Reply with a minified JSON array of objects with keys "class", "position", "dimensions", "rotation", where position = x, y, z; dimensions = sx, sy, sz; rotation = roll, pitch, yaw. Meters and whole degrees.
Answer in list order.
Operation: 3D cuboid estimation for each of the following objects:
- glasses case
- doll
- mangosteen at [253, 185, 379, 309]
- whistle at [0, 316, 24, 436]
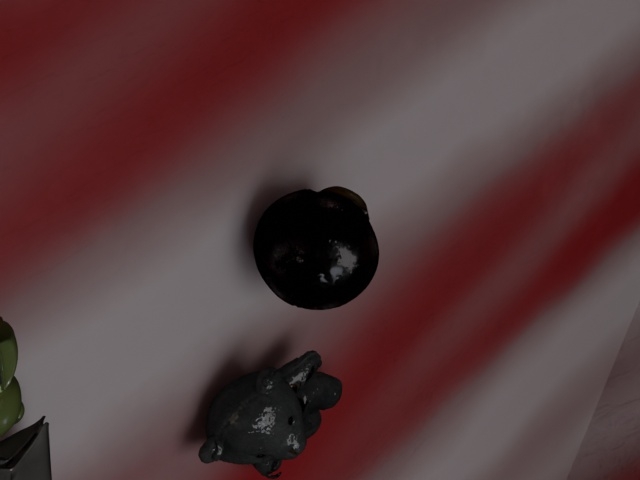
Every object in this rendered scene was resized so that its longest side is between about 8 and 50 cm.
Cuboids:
[{"class":"glasses case","position":[-0.445,0.383,1.939],"dimensions":[0.128,0.083,0.308],"rotation":[-51,156,-46]},{"class":"doll","position":[-0.056,0.312,2.327],"dimensions":[0.340,0.158,0.246],"rotation":[16,106,-55]},{"class":"mangosteen","position":[0.000,0.000,2.232],"dimensions":[0.250,0.211,0.211],"rotation":[-63,155,-61]},{"class":"whistle","position":[-0.470,0.165,1.801],"dimensions":[0.131,0.106,0.288],"rotation":[-25,127,-38]}]
